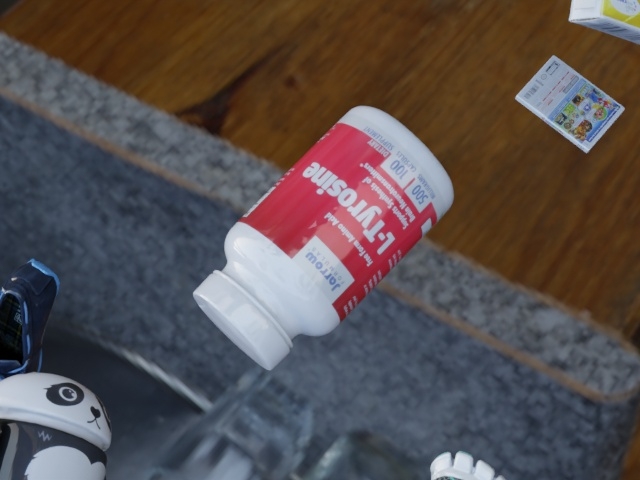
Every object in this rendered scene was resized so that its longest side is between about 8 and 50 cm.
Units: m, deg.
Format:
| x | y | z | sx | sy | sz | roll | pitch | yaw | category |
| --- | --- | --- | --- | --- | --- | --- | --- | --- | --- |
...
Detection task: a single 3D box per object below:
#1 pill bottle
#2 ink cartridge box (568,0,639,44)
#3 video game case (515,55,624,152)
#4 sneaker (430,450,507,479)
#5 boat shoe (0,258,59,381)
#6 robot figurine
| x | y | z | sx | sy | sz | roll | pitch | yaw | category |
| --- | --- | --- | --- | --- | --- | --- | --- | --- | --- |
| 0.000 | 0.000 | 2.126 | 0.229 | 0.408 | 0.229 | 42 | 168 | 11 | pill bottle |
| 0.445 | -0.389 | 1.669 | 0.303 | 0.307 | 0.072 | 9 | -179 | -38 | ink cartridge box |
| 0.335 | -0.184 | 1.810 | 0.122 | 0.087 | 0.011 | 39 | 159 | 11 | video game case |
| 0.134 | 0.216 | 0.918 | 0.166 | 0.076 | 0.065 | 27 | 145 | 20 | sneaker |
| -0.435 | 0.136 | 1.834 | 0.109 | 0.089 | 0.258 | 25 | 124 | 12 | boat shoe |
| -0.344 | 0.294 | 1.589 | 0.173 | 0.278 | 0.209 | 15 | 156 | -6 | robot figurine |
